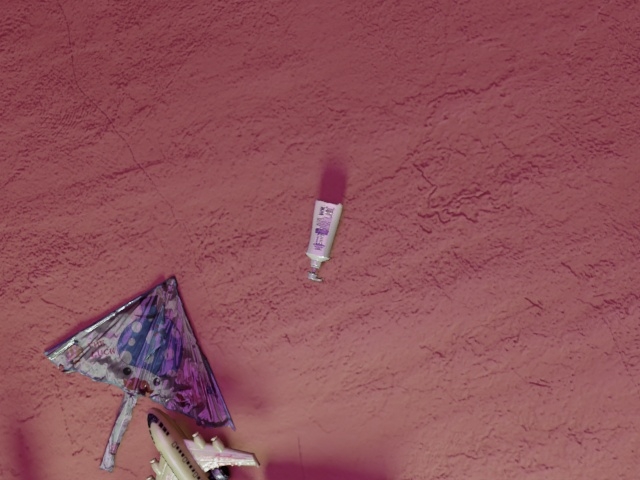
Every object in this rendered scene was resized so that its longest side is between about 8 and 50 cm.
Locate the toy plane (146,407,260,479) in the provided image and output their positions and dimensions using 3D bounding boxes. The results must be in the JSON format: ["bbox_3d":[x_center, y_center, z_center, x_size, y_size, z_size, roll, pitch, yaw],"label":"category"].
[{"bbox_3d":[-0.219,0.385,1.597,0.229,0.092,0.244,-33,82,11],"label":"toy plane"}]

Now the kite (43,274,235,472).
[{"bbox_3d":[-0.321,0.237,1.696,0.406,0.014,0.368,17,86,18],"label":"kite"}]

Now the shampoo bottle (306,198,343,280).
[{"bbox_3d":[0.000,0.000,1.632,0.049,0.034,0.141,12,85,10],"label":"shampoo bottle"}]
